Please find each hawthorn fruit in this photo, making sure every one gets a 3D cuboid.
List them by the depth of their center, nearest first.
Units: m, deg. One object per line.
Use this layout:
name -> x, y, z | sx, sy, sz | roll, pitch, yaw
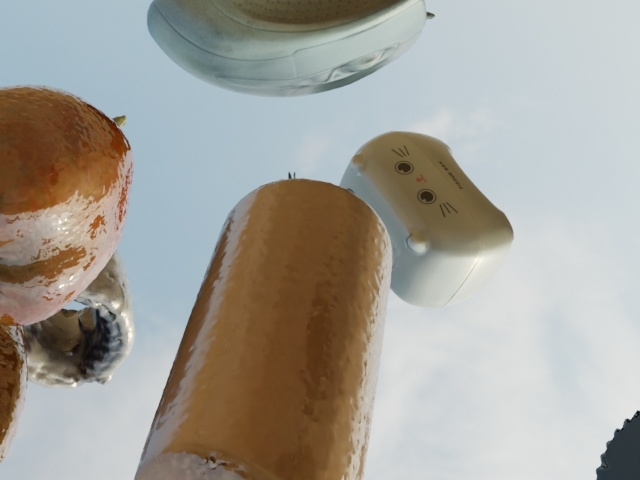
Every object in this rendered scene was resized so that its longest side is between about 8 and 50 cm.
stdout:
hawthorn fruit -> -0.247, -0.048, 0.848 | 0.199, 0.199, 0.251 | 31, -135, 13

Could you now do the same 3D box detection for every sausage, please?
sausage -> -0.026, 0.083, 0.553 | 0.123, 0.123, 0.253 | 19, -142, -6

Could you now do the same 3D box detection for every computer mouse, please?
computer mouse -> -0.031, -0.254, 1.212 | 0.371, 0.188, 0.122 | -5, -104, -8

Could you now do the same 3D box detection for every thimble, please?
thimble -> -0.386, 0.097, 1.432 | 0.217, 0.245, 0.157 | -16, -135, 0

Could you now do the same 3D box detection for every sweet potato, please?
sweet potato -> -0.346, 0.148, 0.976 | 0.097, 0.097, 0.251 | 8, -149, -21

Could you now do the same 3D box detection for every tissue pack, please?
tissue pack -> 0.175, -0.041, 1.796 | 0.236, 0.229, 0.333 | -7, -130, -37

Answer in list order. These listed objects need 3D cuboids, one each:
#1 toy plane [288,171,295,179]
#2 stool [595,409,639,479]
toy plane -> 0.000, 0.000, 1.499 | 0.096, 0.235, 0.060 | -2, -154, 6
stool -> 0.631, 0.409, 1.426 | 0.330, 0.297, 0.297 | 18, -148, -29
